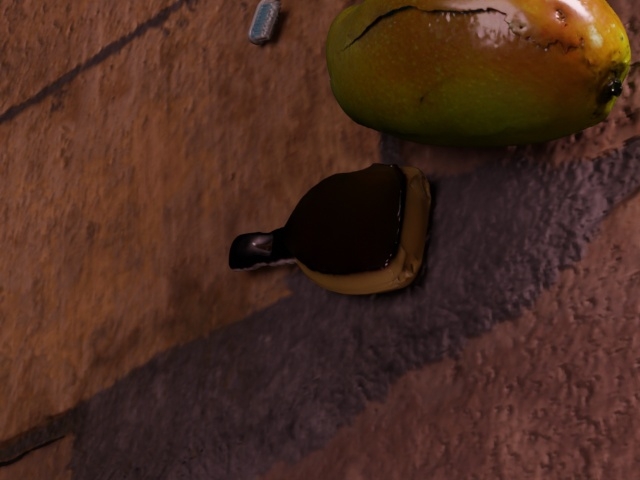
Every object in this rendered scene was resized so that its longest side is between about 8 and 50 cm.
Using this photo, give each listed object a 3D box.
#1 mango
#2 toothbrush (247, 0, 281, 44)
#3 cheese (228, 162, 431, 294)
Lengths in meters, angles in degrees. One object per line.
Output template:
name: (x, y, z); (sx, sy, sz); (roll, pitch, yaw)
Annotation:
mango: (0.083, -0.120, 0.915); (0.233, 0.111, 0.125); (14, 104, 47)
toothbrush: (-0.004, -0.270, 1.145); (0.026, 0.022, 0.263); (3, 70, 58)
cheese: (0.000, 0.000, 0.988); (0.162, 0.036, 0.086); (-9, 65, 39)
